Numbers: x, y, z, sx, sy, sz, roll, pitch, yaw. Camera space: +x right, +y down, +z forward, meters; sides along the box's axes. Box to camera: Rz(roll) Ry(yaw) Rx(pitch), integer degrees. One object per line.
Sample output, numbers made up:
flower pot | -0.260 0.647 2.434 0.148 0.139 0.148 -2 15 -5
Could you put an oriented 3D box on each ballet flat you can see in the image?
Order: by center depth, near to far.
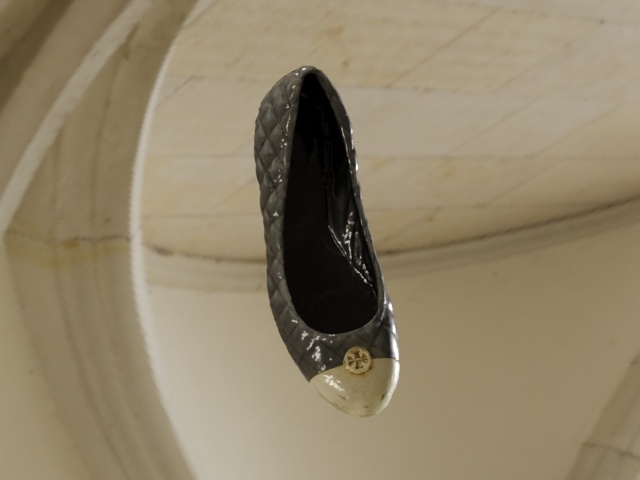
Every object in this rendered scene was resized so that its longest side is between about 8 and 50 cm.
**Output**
ballet flat | 0.000 0.000 0.673 0.057 0.049 0.173 -11 -106 -12
